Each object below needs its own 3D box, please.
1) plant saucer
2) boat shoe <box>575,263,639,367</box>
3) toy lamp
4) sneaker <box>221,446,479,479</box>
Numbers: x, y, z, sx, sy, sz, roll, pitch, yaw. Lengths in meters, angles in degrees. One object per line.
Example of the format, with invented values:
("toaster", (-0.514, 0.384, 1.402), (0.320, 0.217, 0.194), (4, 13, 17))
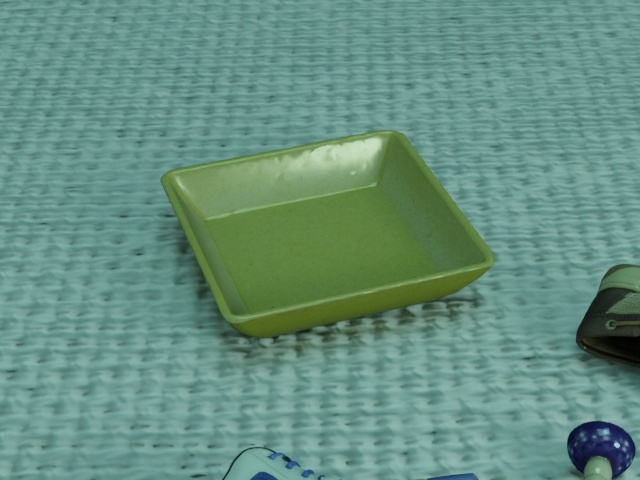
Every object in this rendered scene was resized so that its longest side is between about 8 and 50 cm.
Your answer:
("plant saucer", (0.000, 0.000, 1.807), (0.333, 0.081, 0.333), (-11, 36, -15))
("boat shoe", (0.440, 0.133, 1.587), (0.342, 0.123, 0.123), (21, 55, 28))
("toy lamp", (0.253, 0.286, 1.398), (0.080, 0.080, 0.274), (7, 36, 11))
("sneaker", (-0.004, 0.258, 1.377), (0.316, 0.127, 0.182), (-17, 35, -1))
